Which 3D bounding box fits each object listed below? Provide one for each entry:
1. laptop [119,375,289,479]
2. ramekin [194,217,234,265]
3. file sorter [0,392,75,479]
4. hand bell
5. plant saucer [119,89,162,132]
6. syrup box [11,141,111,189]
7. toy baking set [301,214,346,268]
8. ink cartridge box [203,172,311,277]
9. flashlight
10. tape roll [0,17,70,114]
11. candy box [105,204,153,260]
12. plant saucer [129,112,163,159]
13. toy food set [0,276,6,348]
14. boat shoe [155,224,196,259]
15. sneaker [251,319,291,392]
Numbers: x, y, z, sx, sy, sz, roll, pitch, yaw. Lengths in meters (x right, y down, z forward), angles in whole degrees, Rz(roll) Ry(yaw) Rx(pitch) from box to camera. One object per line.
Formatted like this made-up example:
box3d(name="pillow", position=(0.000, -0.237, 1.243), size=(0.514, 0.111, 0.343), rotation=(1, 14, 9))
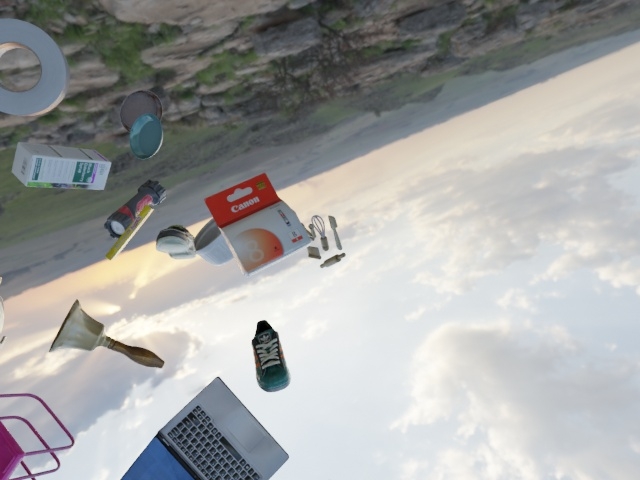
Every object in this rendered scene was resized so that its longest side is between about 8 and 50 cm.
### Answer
box3d(name="laptop", position=(-0.341, 0.718, 1.603), size=(0.408, 0.382, 0.236), rotation=(-42, -175, -18))
box3d(name="ramekin", position=(-0.363, -0.004, 1.887), size=(0.207, 0.109, 0.207), rotation=(-31, -150, 20))
box3d(name="file sorter", position=(-0.715, 0.506, 1.116), size=(0.291, 0.202, 0.182), rotation=(-55, 156, -1))
box3d(name="hand bell", position=(-0.471, 0.239, 1.177), size=(0.126, 0.241, 0.126), rotation=(-47, -154, 32))
box3d(name="plant saucer", position=(-0.658, -0.470, 1.875), size=(0.168, 0.169, 0.029), rotation=(-27, -133, -35))
box3d(name="syrup box", position=(-0.739, -0.211, 1.477), size=(0.096, 0.093, 0.236), rotation=(34, -160, 29))
box3d(name="toy baking set", position=(0.003, 0.006, 1.829), size=(0.030, 0.197, 0.256), rotation=(-42, -169, -35))
box3d(name="ink cartridge box", position=(-0.122, -0.039, 1.000), size=(0.145, 0.179, 0.045), rotation=(-27, 173, -21))
box3d(name="flashlight", position=(-0.685, -0.118, 1.938), size=(0.103, 0.103, 0.304), rotation=(11, -146, 12))
box3d(name="tape roll", position=(-0.730, -0.414, 1.243), size=(0.219, 0.219, 0.072), rotation=(-24, -164, -13))
box3d(name="candy box", position=(-0.611, -0.027, 1.649), size=(0.206, 0.027, 0.105), rotation=(-54, -169, -7))
box3d(name="plant saucer", position=(-0.444, -0.266, 1.324), size=(0.119, 0.120, 0.021), rotation=(-19, 167, 27))
box3d(name="toy food set", position=(-0.848, 0.195, 1.315), size=(0.038, 0.192, 0.132), rotation=(0, -166, -17))
box3d(name="boat shoe", position=(-0.368, -0.002, 1.307), size=(0.081, 0.069, 0.228), rotation=(-5, 168, -5))
box3d(name="sneaker", position=(-0.167, 0.354, 1.607), size=(0.108, 0.121, 0.302), rotation=(-16, -160, -9))
